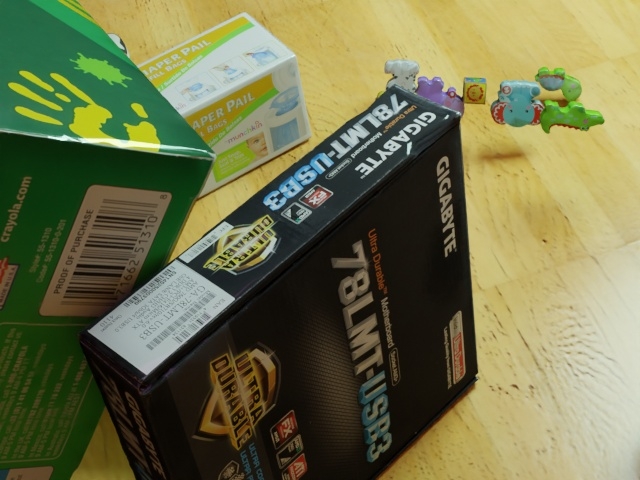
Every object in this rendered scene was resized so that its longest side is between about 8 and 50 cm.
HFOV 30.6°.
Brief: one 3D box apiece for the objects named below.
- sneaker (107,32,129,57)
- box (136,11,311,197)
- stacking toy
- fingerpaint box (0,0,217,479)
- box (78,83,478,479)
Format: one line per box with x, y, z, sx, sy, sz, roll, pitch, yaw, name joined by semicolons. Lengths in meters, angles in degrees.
-0.245;-0.208;1.340;0.040;0.044;0.109;-8;44;5;sneaker
-0.126;-0.126;1.189;0.203;0.114;0.103;-30;48;-17;box
0.157;-0.133;1.152;0.221;0.052;0.167;3;21;5;stacking toy
-0.304;0.023;0.848;0.163;0.445;0.371;5;32;-42;fingerpaint box
-0.006;0.085;0.837;0.293;0.296;0.073;-38;52;-26;box
